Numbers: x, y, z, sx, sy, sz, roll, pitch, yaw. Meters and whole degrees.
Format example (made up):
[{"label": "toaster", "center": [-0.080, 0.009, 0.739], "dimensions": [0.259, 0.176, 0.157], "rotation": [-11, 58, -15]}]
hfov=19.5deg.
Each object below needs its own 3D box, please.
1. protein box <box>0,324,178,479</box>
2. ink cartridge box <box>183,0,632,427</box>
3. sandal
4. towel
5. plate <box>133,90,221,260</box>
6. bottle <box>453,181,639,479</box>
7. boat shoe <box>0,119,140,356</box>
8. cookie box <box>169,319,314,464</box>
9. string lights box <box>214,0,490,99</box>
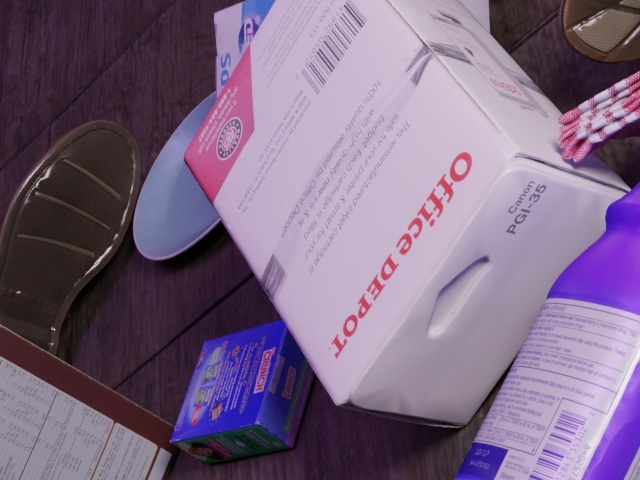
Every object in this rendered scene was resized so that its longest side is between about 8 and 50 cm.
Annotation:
[{"label": "protein box", "center": [-0.260, 0.170, 1.482], "dimensions": [0.200, 0.201, 0.136], "rotation": [-9, 53, 52]}, {"label": "ink cartridge box", "center": [0.046, -0.043, 1.241], "dimensions": [0.207, 0.117, 0.283], "rotation": [-57, 42, 22]}, {"label": "sandal", "center": [0.227, -0.213, 1.276], "dimensions": [0.219, 0.090, 0.060], "rotation": [-66, 14, -15]}, {"label": "towel", "center": [0.248, -0.102, 1.101], "dimensions": [0.197, 0.144, 0.029], "rotation": [-30, 79, 38]}, {"label": "plate", "center": [-0.098, -0.060, 1.656], "dimensions": [0.188, 0.024, 0.188], "rotation": [-35, 36, 30]}, {"label": "bottle", "center": [0.175, 0.062, 1.063], "dimensions": [0.118, 0.092, 0.283], "rotation": [9, 68, 57]}, {"label": "boat shoe", "center": [-0.269, 0.027, 1.724], "dimensions": [0.307, 0.110, 0.104], "rotation": [-64, 22, -9]}, {"label": "cookie box", "center": [-0.055, 0.114, 1.401], "dimensions": [0.107, 0.040, 0.092], "rotation": [-18, 46, 48]}, {"label": "string lights box", "center": [0.018, -0.140, 1.466], "dimensions": [0.259, 0.076, 0.133], "rotation": [-12, 76, 51]}]
